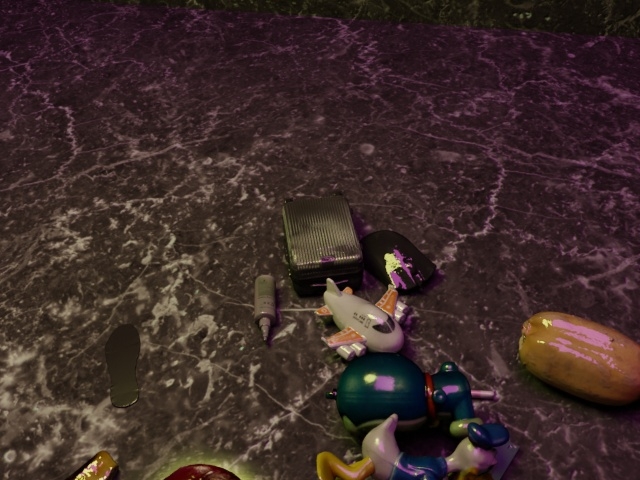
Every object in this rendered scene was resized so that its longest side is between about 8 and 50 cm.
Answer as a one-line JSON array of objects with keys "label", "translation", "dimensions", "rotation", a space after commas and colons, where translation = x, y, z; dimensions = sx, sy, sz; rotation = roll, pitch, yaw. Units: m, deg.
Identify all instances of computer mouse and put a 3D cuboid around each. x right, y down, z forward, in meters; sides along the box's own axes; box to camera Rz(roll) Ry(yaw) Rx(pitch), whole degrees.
[{"label": "computer mouse", "translation": [0.195, 0.042, 1.861], "dimensions": [0.147, 0.088, 0.264], "rotation": [-28, 51, -21]}]

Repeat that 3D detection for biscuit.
[{"label": "biscuit", "translation": [-0.459, 0.529, 1.395], "dimensions": [0.174, 0.039, 0.183], "rotation": [-32, 50, -31]}]

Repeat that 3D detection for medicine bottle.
[{"label": "medicine bottle", "translation": [-0.139, 0.174, 1.749], "dimensions": [0.057, 0.058, 0.199], "rotation": [-3, 42, 0]}]

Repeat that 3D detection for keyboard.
[{"label": "keyboard", "translation": [0.344, 0.474, 1.427], "dimensions": [0.055, 0.014, 0.176], "rotation": [25, 49, 28]}]

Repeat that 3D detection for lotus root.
[{"label": "lotus root", "translation": [0.605, 0.271, 1.540], "dimensions": [0.342, 0.151, 0.169], "rotation": [22, 63, 18]}]

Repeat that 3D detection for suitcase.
[{"label": "suitcase", "translation": [0.000, 0.000, 1.880], "dimensions": [0.202, 0.128, 0.312], "rotation": [-7, 43, -3]}]

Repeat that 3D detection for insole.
[{"label": "insole", "translation": [-0.474, 0.296, 1.674], "dimensions": [0.086, 0.005, 0.253], "rotation": [-10, 42, -7]}]

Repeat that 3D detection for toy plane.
[{"label": "toy plane", "translation": [0.100, 0.187, 1.680], "dimensions": [0.244, 0.117, 0.245], "rotation": [-1, 41, 1]}]

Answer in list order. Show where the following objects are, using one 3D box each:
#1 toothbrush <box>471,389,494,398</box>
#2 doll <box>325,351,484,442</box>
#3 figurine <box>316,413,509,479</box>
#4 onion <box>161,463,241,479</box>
[{"label": "toothbrush", "translation": [0.247, 0.339, 1.576], "dimensions": [0.286, 0.020, 0.025], "rotation": [4, 46, 8]}, {"label": "doll", "translation": [0.171, 0.329, 1.460], "dimensions": [0.322, 0.198, 0.186], "rotation": [2, 78, -6]}, {"label": "figurine", "translation": [0.204, 0.444, 1.276], "dimensions": [0.338, 0.204, 0.283], "rotation": [-30, 72, 3]}, {"label": "onion", "translation": [-0.228, 0.511, 1.284], "dimensions": [0.206, 0.207, 0.216], "rotation": [28, 45, 25]}]
